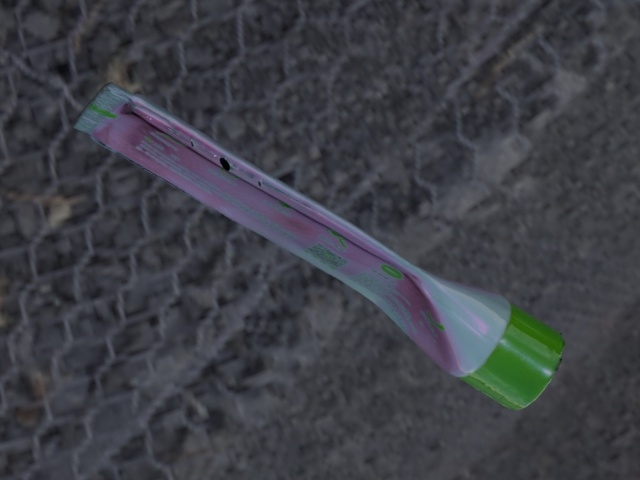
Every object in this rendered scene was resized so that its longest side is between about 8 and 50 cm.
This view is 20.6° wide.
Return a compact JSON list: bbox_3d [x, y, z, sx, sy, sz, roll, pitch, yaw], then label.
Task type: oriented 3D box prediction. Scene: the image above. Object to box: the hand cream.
[{"bbox_3d":[-0.001,0.001,0.905,0.275,0.050,0.079,32,135,-12],"label":"hand cream"}]
